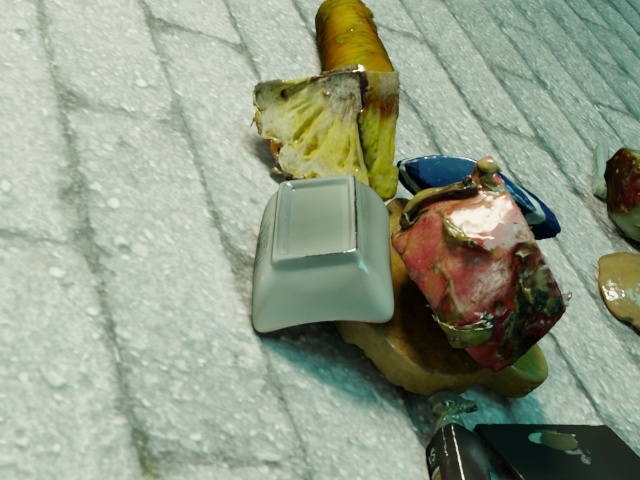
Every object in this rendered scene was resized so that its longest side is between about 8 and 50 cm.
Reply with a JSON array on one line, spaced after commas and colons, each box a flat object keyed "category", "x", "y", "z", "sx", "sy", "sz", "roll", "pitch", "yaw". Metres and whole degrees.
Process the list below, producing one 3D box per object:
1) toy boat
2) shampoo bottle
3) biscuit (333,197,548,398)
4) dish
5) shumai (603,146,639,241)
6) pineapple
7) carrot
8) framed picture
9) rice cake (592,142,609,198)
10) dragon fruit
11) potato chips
[{"category": "toy boat", "x": 0.189, "y": -0.051, "z": 1.293, "sx": 0.210, "sy": 0.070, "sz": 0.291, "roll": 27, "pitch": -4, "yaw": -5}, {"category": "shampoo bottle", "x": 0.142, "y": 0.235, "z": 0.977, "sx": 0.063, "sy": 0.057, "sz": 0.208, "roll": 23, "pitch": 34, "yaw": -20}, {"category": "biscuit", "x": 0.146, "y": 0.084, "z": 1.181, "sx": 0.287, "sy": 0.057, "sz": 0.344, "roll": 36, "pitch": 31, "yaw": 1}, {"category": "dish", "x": 0.000, "y": 0.000, "z": 1.068, "sx": 0.151, "sy": 0.077, "sz": 0.212, "roll": -5, "pitch": 36, "yaw": 5}, {"category": "shumai", "x": 0.639, "y": -0.076, "z": 1.750, "sx": 0.263, "sy": 0.304, "sz": 0.310, "roll": 5, "pitch": 66, "yaw": 16}, {"category": "pineapple", "x": 0.023, "y": -0.144, "z": 1.241, "sx": 0.236, "sy": 0.186, "sz": 0.114, "roll": 42, "pitch": 30, "yaw": 22}, {"category": "carrot", "x": 0.052, "y": -0.280, "z": 1.528, "sx": 0.114, "sy": 0.114, "sz": 0.302, "roll": 22, "pitch": 32, "yaw": -21}, {"category": "framed picture", "x": 0.339, "y": 0.306, "z": 1.047, "sx": 0.244, "sy": 0.013, "sz": 0.324, "roll": 9, "pitch": 27, "yaw": -37}, {"category": "rice cake", "x": 0.538, "y": -0.135, "z": 1.874, "sx": 0.033, "sy": 0.033, "sz": 0.208, "roll": 25, "pitch": 31, "yaw": 1}, {"category": "dragon fruit", "x": 0.182, "y": 0.014, "z": 1.071, "sx": 0.211, "sy": 0.147, "sz": 0.282, "roll": 48, "pitch": 16, "yaw": -12}, {"category": "potato chips", "x": 0.519, "y": 0.078, "z": 1.548, "sx": 0.208, "sy": 0.062, "sz": 0.195, "roll": 10, "pitch": 42, "yaw": -39}]
